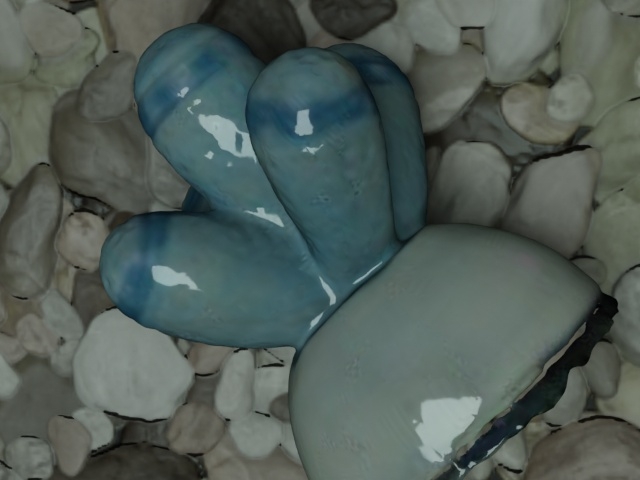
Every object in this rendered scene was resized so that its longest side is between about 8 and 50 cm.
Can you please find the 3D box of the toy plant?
[{"bbox_3d":[0.000,0.000,1.120,0.247,0.247,0.332,-43,88,16],"label":"toy plant"}]
